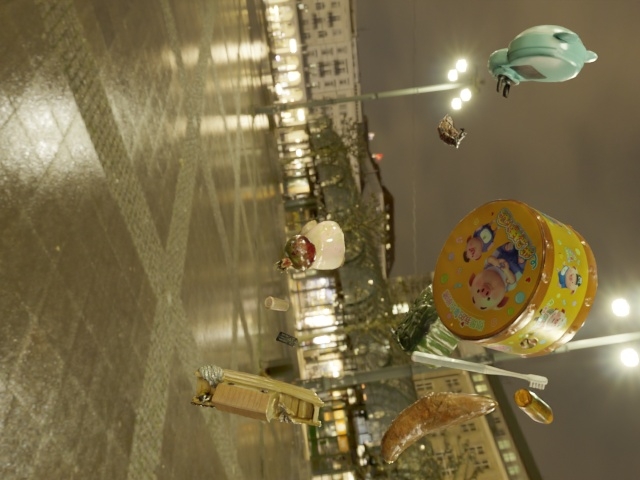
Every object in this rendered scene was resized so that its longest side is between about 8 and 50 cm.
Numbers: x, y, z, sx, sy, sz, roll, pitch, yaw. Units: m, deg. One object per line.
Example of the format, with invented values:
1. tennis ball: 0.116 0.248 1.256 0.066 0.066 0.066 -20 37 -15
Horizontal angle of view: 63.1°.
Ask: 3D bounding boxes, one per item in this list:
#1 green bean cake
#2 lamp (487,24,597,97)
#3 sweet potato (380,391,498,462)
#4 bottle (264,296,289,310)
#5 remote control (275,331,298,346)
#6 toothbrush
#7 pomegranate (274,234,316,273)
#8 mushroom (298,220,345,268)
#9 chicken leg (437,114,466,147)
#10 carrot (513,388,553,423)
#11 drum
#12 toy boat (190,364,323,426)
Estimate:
1. green bean cake: 0.493 0.373 2.358 0.319 0.218 0.335 -57 -170 4
2. lamp: 0.623 -0.525 1.506 0.284 0.209 0.147 -16 -115 46
3. sweet potato: 0.287 0.455 1.348 0.092 0.341 0.114 33 29 -50
4. bottle: -0.159 0.235 1.913 0.096 0.045 0.045 22 52 -52
5. remote control: -0.099 0.301 1.580 0.091 0.034 0.016 9 -30 50
6. toothbrush: 0.408 0.335 1.361 0.025 0.342 0.030 -52 147 -58
7. pomegranate: -0.088 0.049 1.876 0.129 0.159 0.130 16 -67 42
8. mushroom: -0.016 -0.001 2.225 0.236 0.173 0.162 46 -48 33
9. chicken leg: 0.583 -0.490 2.350 0.063 0.105 0.234 54 9 -37
10. carrot: 0.813 0.635 1.980 0.173 0.082 0.082 37 19 -23
11. drum: 0.533 0.105 1.478 0.431 0.214 0.431 -46 -148 42
12. toy boat: -0.202 0.490 1.633 0.162 0.445 0.136 -7 104 -76
